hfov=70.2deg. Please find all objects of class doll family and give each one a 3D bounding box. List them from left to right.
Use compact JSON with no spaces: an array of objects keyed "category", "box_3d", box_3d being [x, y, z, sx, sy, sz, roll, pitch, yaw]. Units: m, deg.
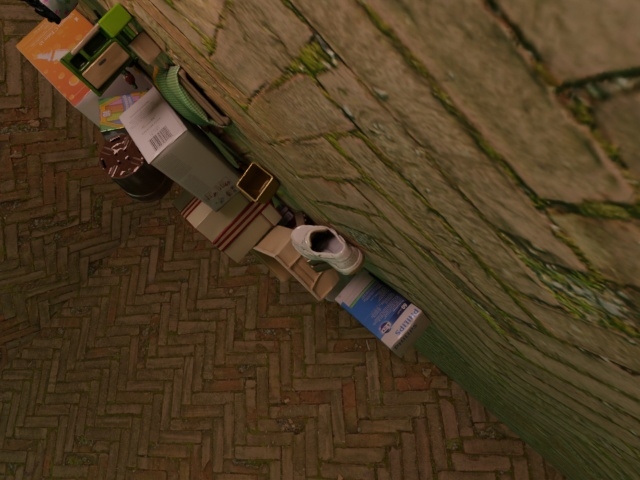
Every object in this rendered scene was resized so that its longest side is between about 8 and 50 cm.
[{"category":"doll family","box_3d":[-0.520,-0.484,1.161,0.193,0.076,0.111,50,176,-40]}]

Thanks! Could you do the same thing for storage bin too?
[{"category":"storage bin","box_3d":[-0.100,0.068,1.578,0.260,0.123,0.262,48,163,-30]}]

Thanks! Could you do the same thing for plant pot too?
[{"category":"plant pot","box_3d":[-0.520,-0.207,1.274,0.167,0.167,0.165,41,175,10]},{"category":"plant pot","box_3d":[-0.157,-0.147,1.224,0.081,0.081,0.083,40,-174,24]}]

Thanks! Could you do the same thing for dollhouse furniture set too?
[{"category":"dollhouse furniture set","box_3d":[-0.364,-0.312,0.961,0.301,0.151,0.197,45,174,-34]},{"category":"dollhouse furniture set","box_3d":[0.013,-0.008,1.376,0.144,0.123,0.151,52,-157,-64]}]

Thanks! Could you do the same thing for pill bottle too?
[{"category":"pill bottle","box_3d":[0.007,0.128,1.858,0.152,0.152,0.272,45,173,-34]}]

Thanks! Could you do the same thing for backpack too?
[{"category":"backpack","box_3d":[-0.586,-0.539,0.958,0.182,0.115,0.152,36,-176,40]}]

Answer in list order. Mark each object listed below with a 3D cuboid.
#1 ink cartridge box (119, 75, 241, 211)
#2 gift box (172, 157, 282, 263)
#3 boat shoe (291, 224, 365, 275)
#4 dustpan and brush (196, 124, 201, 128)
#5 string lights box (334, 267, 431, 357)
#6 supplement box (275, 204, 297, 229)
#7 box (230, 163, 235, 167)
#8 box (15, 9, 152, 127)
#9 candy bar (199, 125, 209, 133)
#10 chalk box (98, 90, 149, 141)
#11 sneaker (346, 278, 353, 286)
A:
[{"category":"ink cartridge box","box_3d":[-0.387,-0.263,1.273,0.272,0.130,0.309,51,-177,28]},{"category":"gift box","box_3d":[-0.317,-0.129,1.529,0.276,0.258,0.255,38,173,41]},{"category":"boat shoe","box_3d":[0.000,0.000,1.191,0.277,0.098,0.096,21,161,50]},{"category":"dustpan and brush","box_3d":[-0.475,-0.416,1.441,0.211,0.060,0.147,39,174,27]},{"category":"string lights box","box_3d":[0.173,0.201,1.308,0.259,0.133,0.077,37,173,47]},{"category":"supplement box","box_3d":[-0.078,-0.023,1.671,0.239,0.073,0.130,44,173,-17]},{"category":"box","box_3d":[-0.395,-0.320,1.877,0.201,0.021,0.164,42,175,-8]},{"category":"box","box_3d":[-0.731,-0.540,1.424,0.345,0.215,0.168,42,175,17]},{"category":"candy bar","box_3d":[-0.373,-0.368,1.324,0.040,0.018,0.161,39,173,32]},{"category":"chalk box","box_3d":[-0.530,-0.351,1.364,0.132,0.212,0.132,93,163,-64]},{"category":"sneaker","box_3d":[0.207,0.254,1.732,0.292,0.110,0.118,43,-176,-8]}]
